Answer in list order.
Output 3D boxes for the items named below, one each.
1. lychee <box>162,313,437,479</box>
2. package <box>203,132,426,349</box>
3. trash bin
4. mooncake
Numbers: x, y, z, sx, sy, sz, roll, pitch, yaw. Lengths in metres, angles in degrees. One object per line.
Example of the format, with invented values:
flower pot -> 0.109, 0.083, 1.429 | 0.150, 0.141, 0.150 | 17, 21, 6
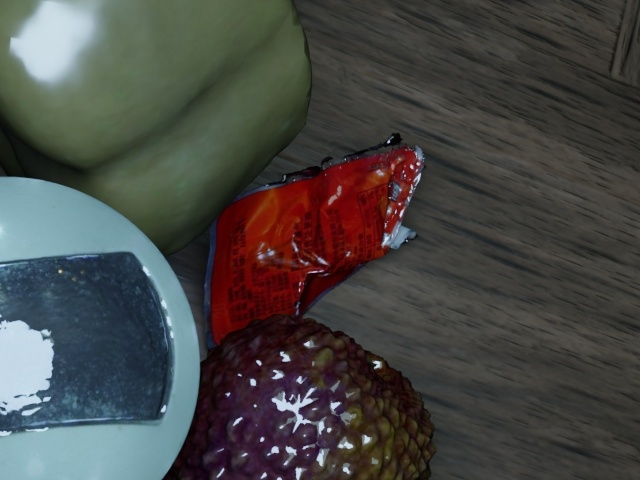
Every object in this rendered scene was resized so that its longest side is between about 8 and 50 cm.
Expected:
lychee -> -0.035, 0.202, 1.328 | 0.271, 0.271, 0.271 | 5, 74, -17
package -> 0.000, 0.000, 1.431 | 0.269, 0.071, 0.194 | -27, 127, -35
trash bin -> -0.270, 0.126, 1.154 | 0.280, 0.432, 0.280 | 5, 73, -17
mooncake -> -0.230, -0.211, 1.260 | 0.262, 0.467, 0.467 | -41, 91, -14
